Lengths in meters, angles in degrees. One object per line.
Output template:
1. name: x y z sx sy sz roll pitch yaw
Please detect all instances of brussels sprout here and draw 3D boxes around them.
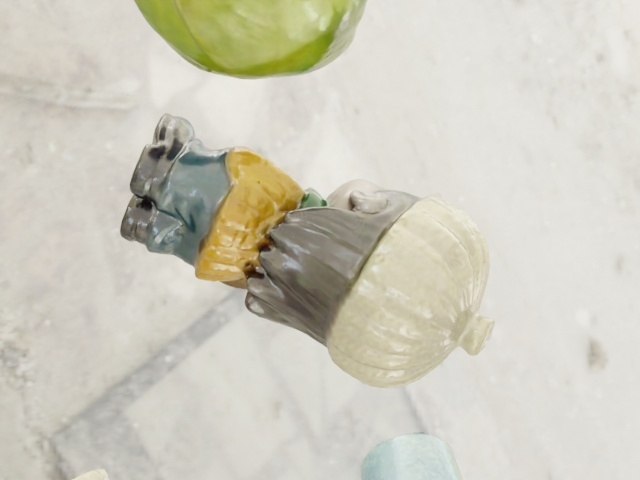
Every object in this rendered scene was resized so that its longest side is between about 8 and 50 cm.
1. brussels sprout: -0.059 -0.227 1.043 0.223 0.223 0.161 46 63 -29

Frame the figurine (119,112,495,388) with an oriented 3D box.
1. figurine: -0.011 0.017 1.149 0.332 0.185 0.204 11 43 -10

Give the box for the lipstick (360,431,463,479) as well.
1. lipstick: 0.071 0.225 0.682 0.068 0.061 0.274 4 40 -14

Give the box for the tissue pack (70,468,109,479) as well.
1. tissue pack: -0.214 0.260 1.020 0.148 0.196 0.092 -41 86 -6
